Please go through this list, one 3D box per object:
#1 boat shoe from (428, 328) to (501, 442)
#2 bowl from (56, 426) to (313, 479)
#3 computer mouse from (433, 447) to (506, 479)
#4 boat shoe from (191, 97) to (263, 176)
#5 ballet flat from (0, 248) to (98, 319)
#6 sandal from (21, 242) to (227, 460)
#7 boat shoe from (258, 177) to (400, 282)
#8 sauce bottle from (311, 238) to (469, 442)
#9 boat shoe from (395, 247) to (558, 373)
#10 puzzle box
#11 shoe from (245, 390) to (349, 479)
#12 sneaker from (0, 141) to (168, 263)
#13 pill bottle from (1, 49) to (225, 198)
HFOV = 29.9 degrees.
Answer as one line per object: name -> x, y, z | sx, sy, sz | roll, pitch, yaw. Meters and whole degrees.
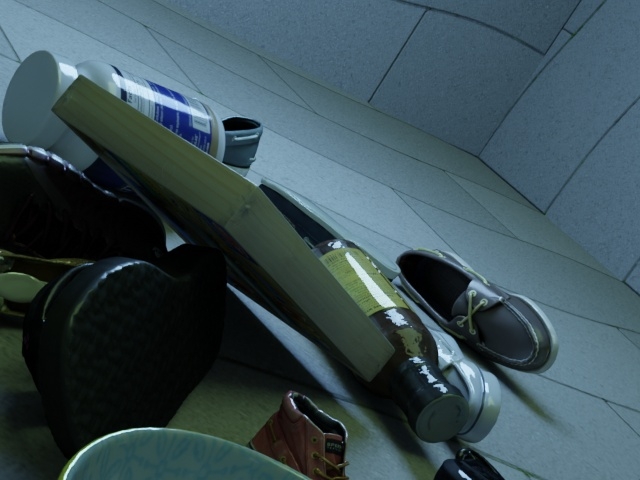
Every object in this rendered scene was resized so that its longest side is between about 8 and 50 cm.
boat shoe -> 0.148, 0.177, 1.531 | 0.084, 0.095, 0.258 | 23, 6, -19
bowl -> -0.054, 0.254, 0.675 | 0.289, 0.156, 0.289 | 31, 15, -9
computer mouse -> 0.181, 0.291, 1.253 | 0.188, 0.072, 0.272 | 36, 2, 23
boat shoe -> -0.218, -0.189, 1.925 | 0.319, 0.099, 0.116 | 17, 21, -46
ballet flat -> -0.250, 0.049, 1.108 | 0.206, 0.073, 0.067 | 8, 3, -43
sandal -> -0.177, 0.089, 1.046 | 0.107, 0.167, 0.446 | 5, 3, 7
boat shoe -> 0.000, 0.000, 1.801 | 0.254, 0.079, 0.095 | 36, 12, 3
sauce bottle -> 0.074, 0.121, 1.490 | 0.111, 0.111, 0.344 | 23, 16, -32
boat shoe -> 0.239, 0.106, 1.895 | 0.097, 0.116, 0.324 | 14, 19, -40
puzzle box -> -0.091, 0.000, 1.297 | 0.272, 0.052, 0.409 | 32, -11, 34
shoe -> -0.001, 0.214, 1.075 | 0.063, 0.081, 0.178 | 18, 20, -44
sneaker -> -0.246, 0.000, 1.232 | 0.281, 0.106, 0.162 | 20, 22, -43
pill bottle -> -0.268, -0.145, 1.565 | 0.265, 0.153, 0.153 | 19, 19, -42
